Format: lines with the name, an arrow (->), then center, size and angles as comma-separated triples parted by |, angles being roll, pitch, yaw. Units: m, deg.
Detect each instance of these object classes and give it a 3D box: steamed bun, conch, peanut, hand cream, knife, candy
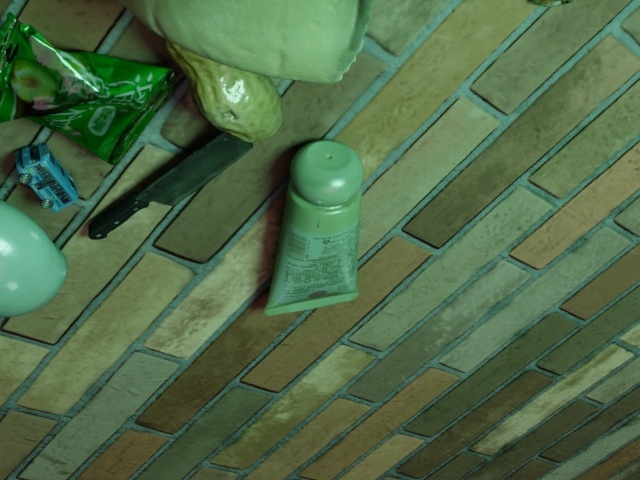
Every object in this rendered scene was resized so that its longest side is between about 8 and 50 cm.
steamed bun -> -0.049, -0.283, 0.700 | 0.273, 0.272, 0.290 | -5, 132, -12
conch -> -0.412, 0.031, 1.030 | 0.185, 0.121, 0.221 | -2, 149, 28
peanut -> -0.105, -0.185, 0.908 | 0.099, 0.099, 0.214 | -21, 132, 3
hand cream -> 0.000, 0.000, 1.133 | 0.147, 0.093, 0.306 | -10, 139, -15
knife -> -0.189, -0.062, 1.049 | 0.245, 0.019, 0.072 | -31, 155, 21
candy -> -0.264, -0.159, 0.897 | 0.203, 0.078, 0.141 | 13, 141, -44

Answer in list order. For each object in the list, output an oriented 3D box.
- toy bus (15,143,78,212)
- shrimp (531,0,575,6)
toy bus -> -0.324, -0.075, 0.988 | 0.046, 0.038, 0.083 | -24, 138, 1
shrimp -> 0.254, -0.312, 0.935 | 0.161, 0.034, 0.091 | 21, 126, -35
